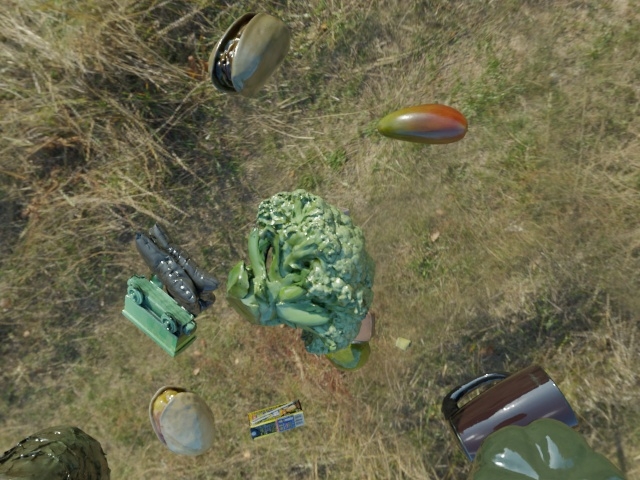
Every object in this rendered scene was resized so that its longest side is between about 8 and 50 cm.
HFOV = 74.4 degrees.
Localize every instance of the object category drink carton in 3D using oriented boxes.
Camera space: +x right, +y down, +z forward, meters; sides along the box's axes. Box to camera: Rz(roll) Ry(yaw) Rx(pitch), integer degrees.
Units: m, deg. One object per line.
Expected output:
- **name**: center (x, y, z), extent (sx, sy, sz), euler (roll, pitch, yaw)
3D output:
- **drink carton**: center (-0.136, 0.548, 1.297), extent (0.165, 0.071, 0.056), euler (-11, 103, -13)

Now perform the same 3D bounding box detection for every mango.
- **mango**: center (0.335, -0.378, 1.379), extent (0.289, 0.146, 0.129), euler (-3, 125, 3)

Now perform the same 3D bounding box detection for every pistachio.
- **pistachio**: center (-0.143, -0.384, 0.875), extent (0.129, 0.131, 0.206), euler (15, 65, 34)
- **pistachio**: center (-0.480, 0.637, 1.481), extent (0.187, 0.187, 0.299), euler (-15, 122, 13)

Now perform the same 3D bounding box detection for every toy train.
- **toy train**: center (-0.546, 0.245, 1.439), extent (0.301, 0.120, 0.202), euler (35, 130, 13)

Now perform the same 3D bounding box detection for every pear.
- **pear**: center (0.133, 0.541, 2.082), extent (0.212, 0.269, 0.212), euler (-16, 67, 42)

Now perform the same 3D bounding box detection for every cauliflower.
- **cauliflower**: center (-0.038, 0.061, 0.715), extent (0.250, 0.272, 0.275), euler (-21, 72, -12)

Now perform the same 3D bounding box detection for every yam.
- **yam**: center (-0.462, 0.420, 0.659), extent (0.202, 0.271, 0.201), euler (20, 87, -6)

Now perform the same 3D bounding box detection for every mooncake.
- **mooncake**: center (0.249, 0.292, 0.469), extent (0.168, 0.175, 0.104), euler (9, 137, 16)

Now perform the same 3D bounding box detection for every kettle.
- **kettle**: center (0.382, 0.362, 0.902), extent (0.232, 0.202, 0.144), euler (-28, 120, 5)

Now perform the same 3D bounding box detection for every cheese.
- **cheese**: center (0.333, 0.413, 1.693), extent (0.060, 0.084, 0.041), euler (18, 97, 18)

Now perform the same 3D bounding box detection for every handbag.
- **handbag**: center (0.142, 0.374, 1.852), extent (0.193, 0.072, 0.151), euler (-2, 90, 23)

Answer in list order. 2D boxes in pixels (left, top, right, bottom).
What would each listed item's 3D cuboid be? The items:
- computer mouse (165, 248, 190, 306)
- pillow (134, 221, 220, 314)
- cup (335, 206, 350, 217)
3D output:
- **computer mouse**: center (-0.502, 0.142, 1.524), extent (0.057, 0.120, 0.232), euler (-33, 78, 51)
- **pillow**: center (-0.383, 0.094, 1.143), extent (0.101, 0.326, 0.228), euler (-41, 87, -23)
- **cup**: center (0.002, -0.003, 1.871), extent (0.288, 0.208, 0.273), euler (-1, 100, 3)
